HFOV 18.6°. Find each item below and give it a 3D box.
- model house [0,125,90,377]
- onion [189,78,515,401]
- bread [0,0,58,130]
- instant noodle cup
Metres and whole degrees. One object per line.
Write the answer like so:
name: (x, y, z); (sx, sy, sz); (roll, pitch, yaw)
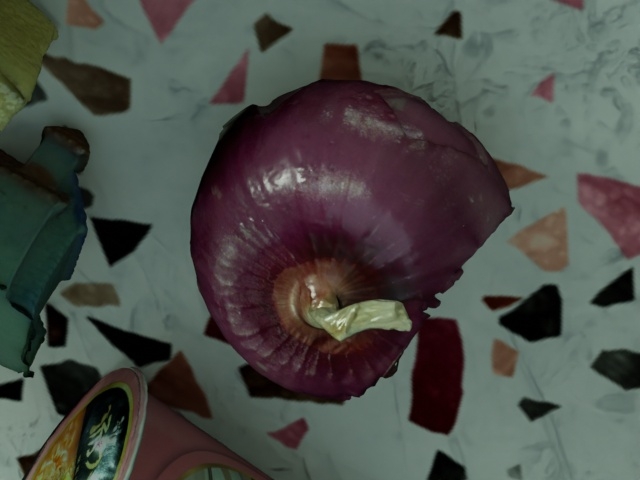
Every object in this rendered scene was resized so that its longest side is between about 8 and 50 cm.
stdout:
model house: (-0.217, -0.015, 1.311); (0.148, 0.149, 0.119); (30, 152, 4)
onion: (0.006, -0.008, 1.246); (0.200, 0.201, 0.207); (19, 154, -3)
bread: (-0.258, -0.152, 1.219); (0.188, 0.125, 0.068); (40, 111, -16)
instant noodle cup: (-0.087, 0.247, 1.390); (0.255, 0.244, 0.244); (31, 121, -19)
